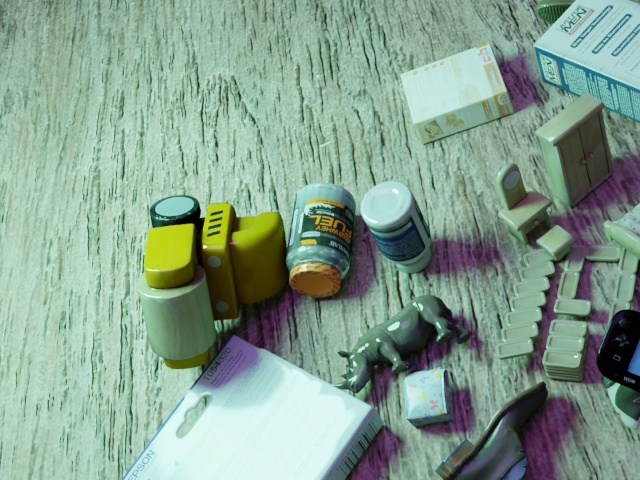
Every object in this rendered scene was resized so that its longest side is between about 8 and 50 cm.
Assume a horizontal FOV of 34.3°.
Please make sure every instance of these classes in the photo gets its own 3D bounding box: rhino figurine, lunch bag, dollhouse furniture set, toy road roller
[{"bbox_3d":[0.120,0.177,1.726,0.243,0.073,0.106,-33,53,1],"label":"rhino figurine"},{"bbox_3d":[0.173,0.249,1.662,0.071,0.053,0.083,-13,61,18],"label":"lunch bag"},{"bbox_3d":[0.501,-0.062,1.649,0.303,0.174,0.355,-38,46,-9],"label":"dollhouse furniture set"},{"bbox_3d":[-0.180,0.056,1.835,0.240,0.203,0.329,-6,31,2],"label":"toy road roller"}]

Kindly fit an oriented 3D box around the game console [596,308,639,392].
[{"bbox_3d":[0.557,0.219,1.430,0.361,0.044,0.213,23,77,12],"label":"game console"}]

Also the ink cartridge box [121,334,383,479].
[{"bbox_3d":[-0.115,0.351,1.707,0.330,0.071,0.324,23,67,39],"label":"ink cartridge box"}]

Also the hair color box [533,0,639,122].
[{"bbox_3d":[0.577,-0.317,1.863,0.174,0.105,0.347,-46,51,-13],"label":"hair color box"}]

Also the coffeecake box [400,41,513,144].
[{"bbox_3d":[0.262,-0.284,2.004,0.185,0.068,0.142,-18,50,11],"label":"coffeecake box"}]

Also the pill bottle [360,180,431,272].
[{"bbox_3d":[0.137,-0.017,1.796,0.094,0.169,0.094,-12,51,16],"label":"pill bottle"}]

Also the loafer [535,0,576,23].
[{"bbox_3d":[0.498,-0.465,2.044,0.148,0.056,0.050,-2,54,11],"label":"loafer"}]

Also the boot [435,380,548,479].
[{"bbox_3d":[0.287,0.314,1.566,0.219,0.082,0.106,-39,71,-12],"label":"boot"}]

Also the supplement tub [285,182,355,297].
[{"bbox_3d":[0.000,0.000,1.881,0.117,0.117,0.190,-7,54,20],"label":"supplement tub"}]

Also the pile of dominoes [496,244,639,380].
[{"bbox_3d":[0.405,0.111,1.685,0.196,0.040,0.251,3,49,26],"label":"pile of dominoes"}]

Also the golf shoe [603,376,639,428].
[{"bbox_3d":[0.552,0.191,1.523,0.272,0.105,0.120,-14,81,6],"label":"golf shoe"}]
